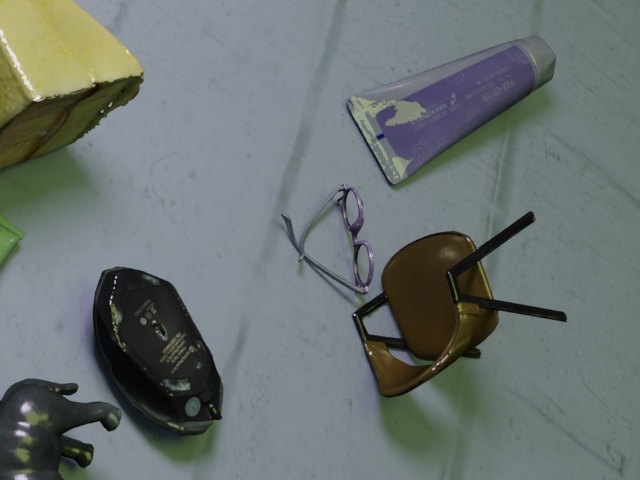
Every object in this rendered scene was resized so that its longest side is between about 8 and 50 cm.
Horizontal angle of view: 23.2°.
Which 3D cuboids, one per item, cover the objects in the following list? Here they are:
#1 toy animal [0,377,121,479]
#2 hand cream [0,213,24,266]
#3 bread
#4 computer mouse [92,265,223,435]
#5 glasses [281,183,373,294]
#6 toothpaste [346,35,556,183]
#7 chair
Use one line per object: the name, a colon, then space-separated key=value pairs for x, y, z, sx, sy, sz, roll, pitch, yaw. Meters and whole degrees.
toy animal: x=-0.260 y=0.244 z=1.392 sx=0.137 sy=0.082 sz=0.269 roll=29 pitch=54 yaw=-26
hand cream: x=-0.342 y=0.026 z=1.455 sx=0.095 sy=0.046 sz=0.175 roll=37 pitch=45 yaw=-20
bread: x=-0.317 y=-0.216 z=1.525 sx=0.163 sy=0.167 sz=0.264 roll=-22 pitch=84 yaw=-49
computer mouse: x=-0.171 y=0.112 z=1.564 sx=0.192 sy=0.062 sz=0.106 roll=58 pitch=41 yaw=-12
glasses: x=0.000 y=0.000 z=1.818 sx=0.103 sy=0.062 sz=0.140 roll=-5 pitch=70 yaw=-22
toothpaste: x=0.183 y=-0.191 z=2.069 sx=0.371 sy=0.080 sz=0.125 roll=-29 pitch=90 yaw=-43
chair: x=0.147 y=0.078 z=1.819 sx=0.247 sy=0.158 sz=0.172 roll=-7 pitch=76 yaw=-47
